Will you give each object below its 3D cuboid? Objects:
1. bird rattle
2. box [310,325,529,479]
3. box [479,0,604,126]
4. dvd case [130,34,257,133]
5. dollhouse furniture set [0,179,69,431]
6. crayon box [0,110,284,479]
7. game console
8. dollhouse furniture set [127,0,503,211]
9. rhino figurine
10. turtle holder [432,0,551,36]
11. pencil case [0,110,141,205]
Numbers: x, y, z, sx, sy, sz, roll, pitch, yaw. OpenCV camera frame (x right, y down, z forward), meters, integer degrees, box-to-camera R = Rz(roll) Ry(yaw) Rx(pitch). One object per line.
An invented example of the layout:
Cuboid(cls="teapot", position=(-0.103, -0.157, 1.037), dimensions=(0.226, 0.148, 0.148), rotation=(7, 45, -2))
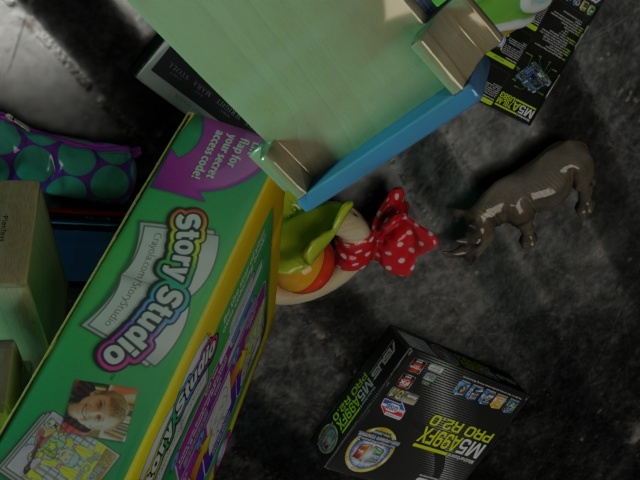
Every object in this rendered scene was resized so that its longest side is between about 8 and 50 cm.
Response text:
Cuboid(cls="bird rattle", position=(0.000, 0.000, 1.018), dimensions=(0.207, 0.143, 0.253), rotation=(-40, 151, 24))
Cuboid(cls="box", position=(0.151, 0.263, 1.258), dimensions=(0.270, 0.060, 0.216), rotation=(25, 105, -34))
Cuboid(cls="box", position=(0.221, -0.249, 1.002), dimensions=(0.190, 0.045, 0.184), rotation=(17, 112, -33))
Cuboid(cls="dvd case", position=(-0.056, -0.216, 0.896), dimensions=(0.179, 0.029, 0.239), rotation=(35, 99, -36))
Cuboid(cls="dollhouse furniture set", position=(-0.408, 0.060, 0.711), dimensions=(0.355, 0.303, 0.174), rotation=(-2, 144, -7))
Cuboid(cls="crayon box", position=(-0.140, 0.126, 0.757), dimensions=(0.106, 0.363, 0.313), rotation=(17, 145, 7))
Cuboid(cls="game console", position=(-0.262, 0.011, 0.898), dimensions=(0.143, 0.124, 0.085), rotation=(2, 89, -27))
Cuboid(cls="dollhouse furniture set", position=(0.002, -0.221, 0.481), dimensions=(0.286, 0.198, 0.303), rotation=(43, 128, -17))
Cuboid(cls="rhino figurine", position=(0.261, -0.048, 1.121), dimensions=(0.243, 0.073, 0.106), rotation=(-31, 131, -4))
Cuboid(cls="turtle holder", position=(0.134, -0.275, 0.805), dimensions=(0.227, 0.243, 0.321), rotation=(8, 74, -51))
Cuboid(cls="pencil case", position=(-0.262, -0.081, 0.854), dimensions=(0.151, 0.064, 0.070), rotation=(12, 120, -31))
